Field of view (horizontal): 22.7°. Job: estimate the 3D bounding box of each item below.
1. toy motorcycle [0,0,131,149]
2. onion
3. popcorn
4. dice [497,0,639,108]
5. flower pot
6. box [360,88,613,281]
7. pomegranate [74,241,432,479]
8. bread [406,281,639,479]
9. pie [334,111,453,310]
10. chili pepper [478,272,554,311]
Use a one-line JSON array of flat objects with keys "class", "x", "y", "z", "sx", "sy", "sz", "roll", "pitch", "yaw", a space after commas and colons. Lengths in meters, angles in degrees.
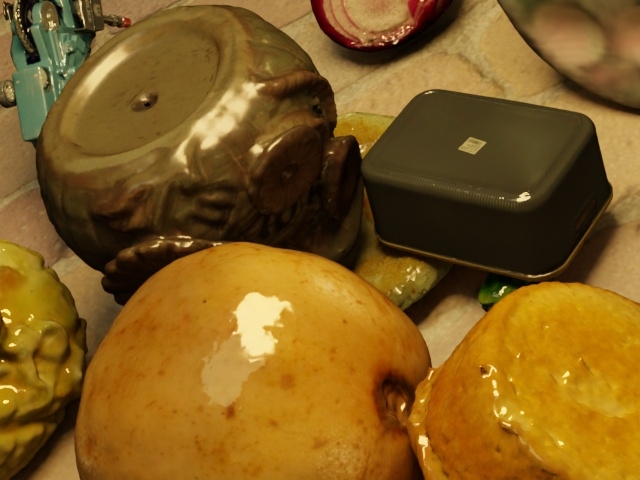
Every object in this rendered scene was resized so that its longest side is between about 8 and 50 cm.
[{"class": "toy motorcycle", "x": -0.270, "y": -0.154, "z": 1.757, "sx": 0.124, "sy": 0.182, "sz": 0.272, "roll": -10, "pitch": 88, "yaw": 23}, {"class": "onion", "x": 0.060, "y": -0.313, "z": 1.759, "sx": 0.173, "sy": 0.198, "sz": 0.135, "roll": -24, "pitch": 10, "yaw": 10}, {"class": "popcorn", "x": -0.348, "y": 0.119, "z": 1.499, "sx": 0.206, "sy": 0.237, "sz": 0.251, "roll": 26, "pitch": 23, "yaw": 32}, {"class": "dice", "x": 0.359, "y": -0.343, "z": 1.506, "sx": 0.328, "sy": 0.330, "sz": 0.348, "roll": 11, "pitch": 55, "yaw": 36}, {"class": "flower pot", "x": -0.104, "y": -0.060, "z": 1.447, "sx": 0.302, "sy": 0.213, "sz": 0.301, "roll": -18, "pitch": 42, "yaw": 17}, {"class": "box", "x": 0.146, "y": -0.057, "z": 1.433, "sx": 0.201, "sy": 0.090, "sz": 0.144, "roll": 15, "pitch": 50, "yaw": 35}, {"class": "pomegranate", "x": -0.044, "y": 0.147, "z": 1.261, "sx": 0.307, "sy": 0.307, "sz": 0.307, "roll": -16, "pitch": 42, "yaw": 14}, {"class": "bread", "x": 0.187, "y": 0.146, "z": 1.170, "sx": 0.268, "sy": 0.145, "sz": 0.268, "roll": 16, "pitch": 40, "yaw": -14}, {"class": "pie", "x": 0.000, "y": 0.000, "z": 1.554, "sx": 0.323, "sy": 0.070, "sz": 0.323, "roll": -14, "pitch": 43, "yaw": 14}, {"class": "chili pepper", "x": 0.186, "y": -0.004, "z": 1.464, "sx": 0.073, "sy": 0.050, "sz": 0.182, "roll": -11, "pitch": 43, "yaw": 21}]
